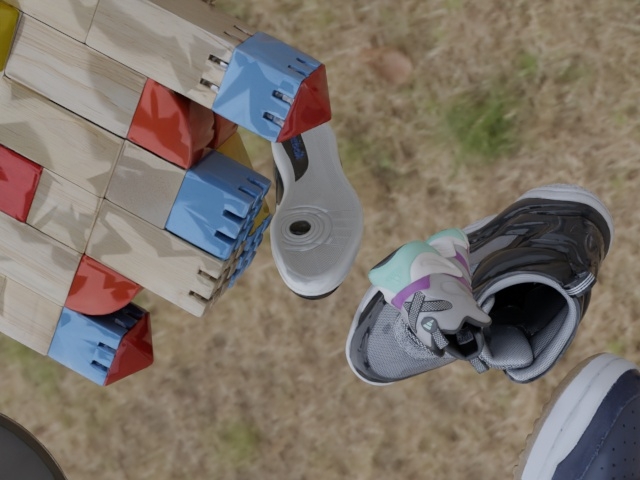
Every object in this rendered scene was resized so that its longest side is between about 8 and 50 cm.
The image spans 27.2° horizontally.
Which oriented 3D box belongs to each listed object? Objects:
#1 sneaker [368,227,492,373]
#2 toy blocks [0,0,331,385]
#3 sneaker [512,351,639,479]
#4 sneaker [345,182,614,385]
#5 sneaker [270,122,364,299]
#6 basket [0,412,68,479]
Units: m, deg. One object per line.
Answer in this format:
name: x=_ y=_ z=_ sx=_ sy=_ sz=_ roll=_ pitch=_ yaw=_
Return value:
sneaker: x=0.063 y=0.033 z=0.637 sx=0.038 sy=0.098 sz=0.069 roll=-38 pitch=82 yaw=25
toy blocks: x=-0.146 y=-0.052 z=0.948 sx=0.260 sy=0.191 sz=0.381 roll=28 pitch=118 yaw=5
sneaker: x=0.161 y=0.207 z=0.656 sx=0.153 sy=0.099 sz=0.282 roll=17 pitch=96 yaw=37
sneaker: x=0.116 y=0.063 z=1.077 sx=0.268 sy=0.153 sz=0.101 roll=-35 pitch=105 yaw=27
sneaker: x=0.000 y=0.000 z=1.164 sx=0.217 sy=0.079 sz=0.121 roll=-94 pitch=-2 yaw=-48
basket: x=-0.205 y=0.162 z=0.634 sx=0.204 sy=0.154 sz=0.227 roll=32 pitch=149 yaw=-9
